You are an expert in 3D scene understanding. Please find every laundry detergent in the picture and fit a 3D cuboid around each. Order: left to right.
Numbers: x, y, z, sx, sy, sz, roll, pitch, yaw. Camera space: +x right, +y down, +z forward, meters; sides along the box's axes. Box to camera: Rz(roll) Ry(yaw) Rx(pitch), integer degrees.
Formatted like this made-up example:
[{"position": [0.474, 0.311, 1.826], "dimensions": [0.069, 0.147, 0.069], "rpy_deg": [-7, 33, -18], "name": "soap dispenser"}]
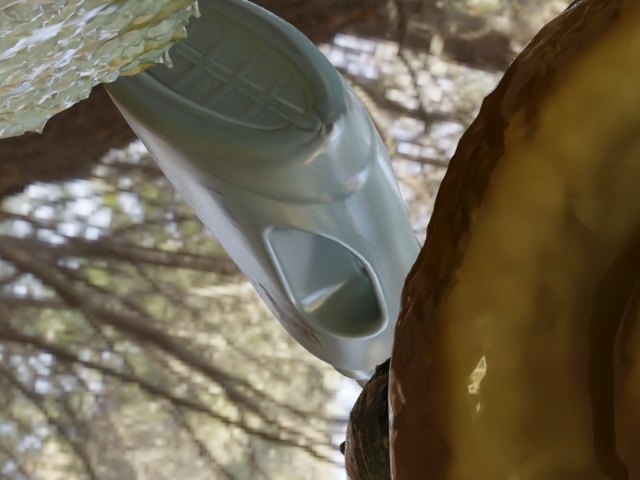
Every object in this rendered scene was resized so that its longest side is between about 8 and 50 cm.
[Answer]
[{"position": [0.000, 0.000, 1.201], "dimensions": [0.125, 0.398, 0.264], "rpy_deg": [-45, -133, -14], "name": "laundry detergent"}]

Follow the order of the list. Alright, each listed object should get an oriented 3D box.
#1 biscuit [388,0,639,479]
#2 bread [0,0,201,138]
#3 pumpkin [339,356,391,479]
[{"position": [0.124, 0.013, 0.377], "dimensions": [0.274, 0.091, 0.213], "rpy_deg": [-49, -121, 12], "name": "biscuit"}, {"position": [-0.211, -0.206, 0.841], "dimensions": [0.395, 0.239, 0.264], "rpy_deg": [134, -66, -76], "name": "bread"}, {"position": [0.099, 0.142, 0.899], "dimensions": [0.190, 0.146, 0.190], "rpy_deg": [51, -30, 45], "name": "pumpkin"}]
